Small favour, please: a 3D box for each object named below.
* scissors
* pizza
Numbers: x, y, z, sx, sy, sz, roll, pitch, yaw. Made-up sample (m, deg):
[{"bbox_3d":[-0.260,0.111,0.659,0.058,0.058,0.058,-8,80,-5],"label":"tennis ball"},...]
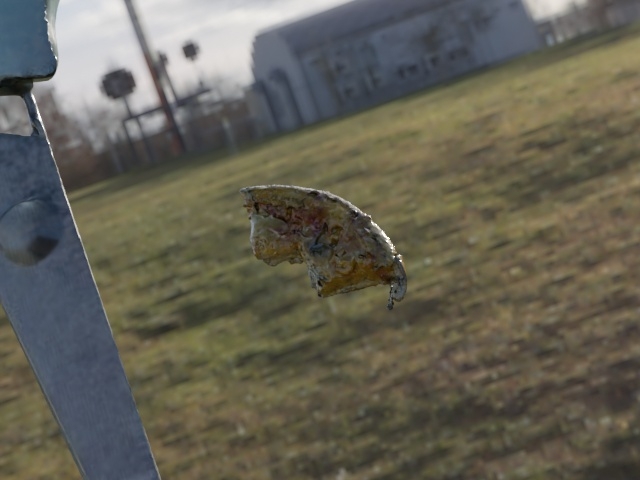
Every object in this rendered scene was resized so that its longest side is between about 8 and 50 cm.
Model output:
[{"bbox_3d":[-0.104,-0.030,0.493,0.191,0.360,0.029,-22,-19,-6],"label":"scissors"},{"bbox_3d":[0.000,0.000,0.567,0.083,0.016,0.037,32,72,34],"label":"pizza"}]
